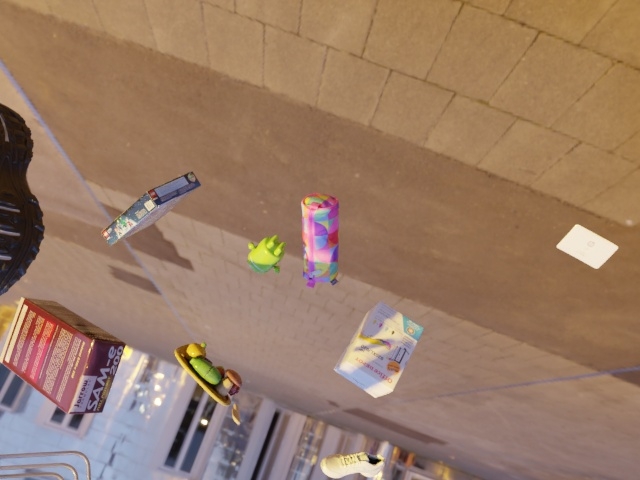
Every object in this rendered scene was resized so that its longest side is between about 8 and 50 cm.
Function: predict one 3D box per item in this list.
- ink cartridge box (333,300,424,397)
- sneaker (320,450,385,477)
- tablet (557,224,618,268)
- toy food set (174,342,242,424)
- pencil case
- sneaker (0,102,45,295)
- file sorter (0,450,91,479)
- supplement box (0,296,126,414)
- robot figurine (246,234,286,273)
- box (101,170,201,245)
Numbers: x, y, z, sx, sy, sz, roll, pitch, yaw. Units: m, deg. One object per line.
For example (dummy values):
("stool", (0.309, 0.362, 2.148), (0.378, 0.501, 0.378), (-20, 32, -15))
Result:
("ink cartridge box", (0.184, 0.349, 1.858), (0.171, 0.233, 0.168), (32, 155, 1))
("sneaker", (0.074, 0.494, 1.309), (0.152, 0.054, 0.061), (7, 135, -22))
("tablet", (0.448, 0.011, 0.983), (0.083, 0.006, 0.054), (27, 124, -6))
("toy food set", (-0.235, 0.307, 1.344), (0.218, 0.071, 0.128), (46, 175, -2))
("pencil case", (0.000, 0.000, 1.501), (0.104, 0.104, 0.237), (12, 119, 24))
("sneaker", (-0.406, -0.042, 0.706), (0.108, 0.272, 0.100), (-34, 145, 27))
("file sorter", (-0.537, 0.497, 1.020), (0.192, 0.173, 0.277), (13, 140, -39))
("supplement box", (-0.461, 0.198, 1.038), (0.239, 0.130, 0.073), (18, 179, 35))
("robot figurine", (-0.135, 0.037, 1.451), (0.101, 0.067, 0.115), (42, 125, -10))
("box", (-0.421, -0.079, 1.451), (0.233, 0.159, 0.044), (-30, 96, 38))
